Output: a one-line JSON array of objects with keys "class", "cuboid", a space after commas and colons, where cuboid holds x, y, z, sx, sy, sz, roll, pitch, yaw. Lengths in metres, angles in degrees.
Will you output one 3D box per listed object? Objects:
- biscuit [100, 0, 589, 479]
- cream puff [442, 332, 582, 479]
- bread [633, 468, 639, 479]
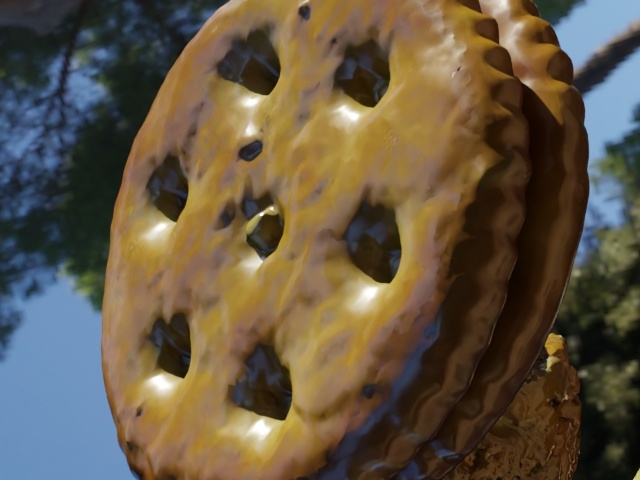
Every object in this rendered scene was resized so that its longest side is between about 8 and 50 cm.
[{"class": "biscuit", "cuboid": [0.000, 0.000, 0.569, 0.066, 0.220, 0.220, 20, -119, -38]}, {"class": "cream puff", "cuboid": [0.047, 0.092, 0.678, 0.115, 0.150, 0.165, 45, -159, 3]}, {"class": "bread", "cuboid": [0.306, 0.166, 1.026, 0.213, 0.213, 0.105, 44, -133, -37]}]
